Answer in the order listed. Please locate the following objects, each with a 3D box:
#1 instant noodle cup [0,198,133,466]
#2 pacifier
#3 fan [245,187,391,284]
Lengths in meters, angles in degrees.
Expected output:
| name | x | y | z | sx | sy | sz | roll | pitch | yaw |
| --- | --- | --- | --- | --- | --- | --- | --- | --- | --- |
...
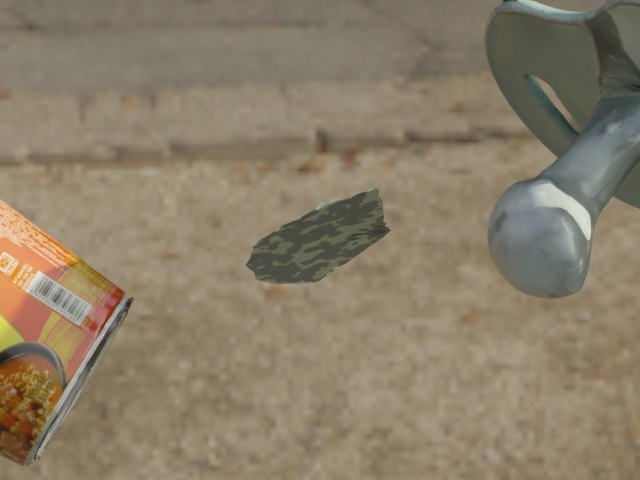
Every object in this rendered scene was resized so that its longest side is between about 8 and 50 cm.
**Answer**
| name | x | y | z | sx | sy | sz | roll | pitch | yaw |
| --- | --- | --- | --- | --- | --- | --- | --- | --- | --- |
| instant noodle cup | -0.264 | 0.073 | 1.586 | 0.174 | 0.213 | 0.213 | 30 | 20 | -1 |
| pacifier | 0.239 | -0.057 | 1.561 | 0.269 | 0.288 | 0.343 | -49 | 23 | -16 |
| fan | 0.000 | 0.000 | 1.718 | 0.131 | 0.009 | 0.240 | -12 | -16 | -17 |
